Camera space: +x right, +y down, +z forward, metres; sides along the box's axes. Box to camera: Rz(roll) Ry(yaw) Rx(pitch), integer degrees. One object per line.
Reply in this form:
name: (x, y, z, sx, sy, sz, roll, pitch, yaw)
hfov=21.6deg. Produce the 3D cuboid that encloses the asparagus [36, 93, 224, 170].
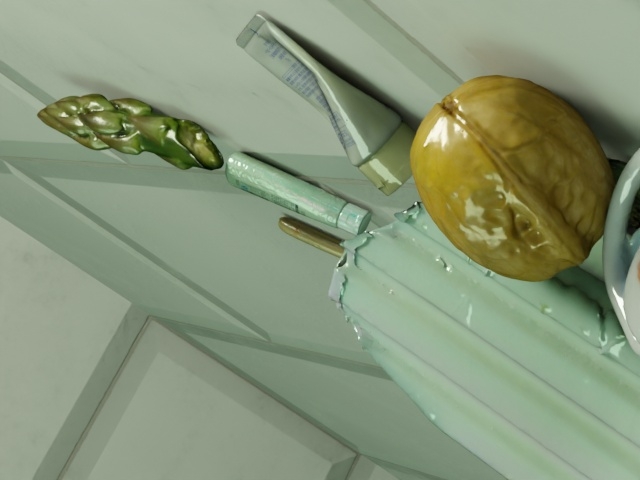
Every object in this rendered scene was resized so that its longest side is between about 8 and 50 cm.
asparagus: (-0.249, -0.146, 2.144, 0.287, 0.080, 0.080, 11, 159, 30)

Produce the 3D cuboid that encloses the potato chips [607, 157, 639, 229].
potato chips: (0.308, -0.027, 1.590, 0.142, 0.026, 0.209, 22, 165, 34)

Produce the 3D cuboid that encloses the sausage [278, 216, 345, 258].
sausage: (0.000, 0.000, 2.285, 0.132, 0.024, 0.024, 23, 165, 16)

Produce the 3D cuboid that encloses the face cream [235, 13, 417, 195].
face cream: (0.010, -0.145, 1.700, 0.224, 0.070, 0.114, 42, 164, -5)

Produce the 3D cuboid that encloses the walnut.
walnut: (0.172, -0.053, 1.473, 0.206, 0.159, 0.159, 47, 159, -27)

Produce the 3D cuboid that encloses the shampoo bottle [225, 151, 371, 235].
shampoo bottle: (-0.028, -0.056, 2.100, 0.191, 0.041, 0.069, 24, 160, 17)

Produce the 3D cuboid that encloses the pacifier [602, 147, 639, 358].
pacifier: (0.358, 0.011, 1.381, 0.207, 0.227, 0.279, -5, 138, -26)

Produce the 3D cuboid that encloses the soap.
soap: (0.223, 0.100, 1.654, 0.446, 0.156, 0.261, 33, 132, 26)
